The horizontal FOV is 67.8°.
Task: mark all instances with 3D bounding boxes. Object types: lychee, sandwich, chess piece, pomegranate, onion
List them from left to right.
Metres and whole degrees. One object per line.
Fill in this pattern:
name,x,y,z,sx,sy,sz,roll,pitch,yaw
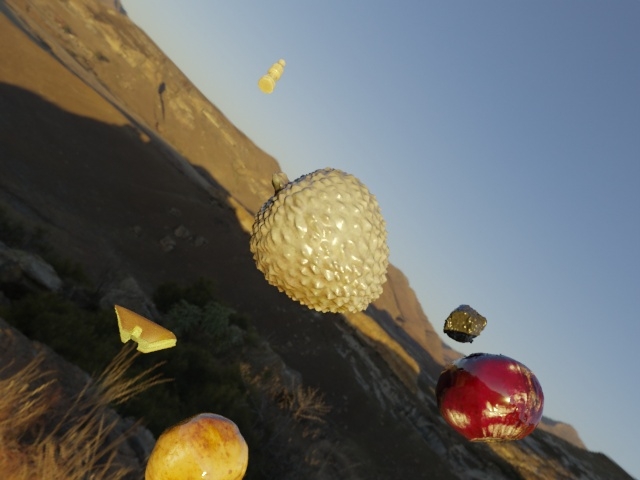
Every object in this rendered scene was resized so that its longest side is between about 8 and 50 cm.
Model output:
sandwich,-0.620,0.317,1.644,0.244,0.088,0.090,31,-40,-5
pomegranate,-0.296,0.546,1.156,0.248,0.248,0.248,46,0,0
chess piece,-0.095,-0.343,0.982,0.035,0.092,0.035,16,-37,12
lychee,0.000,0.000,1.267,0.432,0.380,0.380,57,-1,-7
onion,0.507,0.497,1.510,0.260,0.282,0.336,20,-20,-37

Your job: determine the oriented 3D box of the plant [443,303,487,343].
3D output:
plant,0.543,0.313,1.798,0.142,0.131,0.203,38,20,32
